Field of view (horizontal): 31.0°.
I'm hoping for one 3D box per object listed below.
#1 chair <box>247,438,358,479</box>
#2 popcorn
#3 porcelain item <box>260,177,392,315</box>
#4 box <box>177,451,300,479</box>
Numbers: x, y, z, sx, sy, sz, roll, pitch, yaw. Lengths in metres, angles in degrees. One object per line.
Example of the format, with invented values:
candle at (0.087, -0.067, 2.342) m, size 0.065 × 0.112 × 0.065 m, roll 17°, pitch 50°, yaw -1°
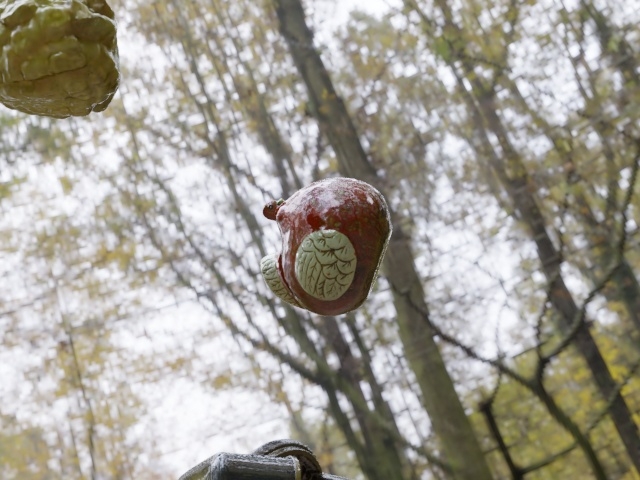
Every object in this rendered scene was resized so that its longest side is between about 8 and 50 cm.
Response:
chair at (0.048, 0.501, 1.658) m, size 0.362 × 0.410 × 0.365 m, roll 15°, pitch -86°, yaw -56°
popcorn at (-0.410, -0.274, 1.713) m, size 0.225 × 0.174 × 0.286 m, roll 1°, pitch -7°, yaw -10°
porcelain item at (0.000, 0.000, 2.018) m, size 0.253 × 0.253 × 0.253 m, roll -15°, pitch -31°, yaw -9°
box at (-0.096, 0.303, 1.204) m, size 0.090 × 0.144 × 0.201 m, roll 10°, pitch -21°, yaw -18°
